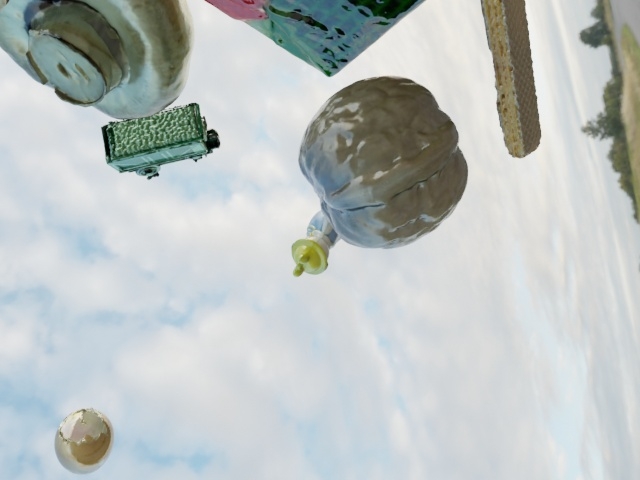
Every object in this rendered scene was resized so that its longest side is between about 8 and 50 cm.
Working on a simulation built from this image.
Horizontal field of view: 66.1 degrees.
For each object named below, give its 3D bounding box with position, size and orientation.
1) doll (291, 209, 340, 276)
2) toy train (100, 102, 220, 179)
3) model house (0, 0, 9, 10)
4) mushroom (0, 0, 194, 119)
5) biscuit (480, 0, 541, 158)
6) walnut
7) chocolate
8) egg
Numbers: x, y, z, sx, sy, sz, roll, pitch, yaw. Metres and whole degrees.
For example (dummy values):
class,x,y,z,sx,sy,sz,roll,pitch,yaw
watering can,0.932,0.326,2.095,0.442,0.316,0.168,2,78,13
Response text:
class,x,y,z,sx,sy,sz,roll,pitch,yaw
doll,-0.001,-0.001,1.154,0.099,0.135,0.241,53,-142,-14
toy train,-0.379,-0.232,1.171,0.154,0.269,0.115,74,-176,-73
model house,-0.257,-0.238,0.269,0.160,0.196,0.254,34,-107,5
mushroom,-0.386,-0.362,0.833,0.352,0.352,0.261,46,-139,-37
biscuit,0.415,-0.369,1.059,0.094,0.054,0.379,-26,-71,-34
walnut,0.092,-0.112,0.725,0.248,0.248,0.249,22,-118,-50
chocolate,-0.004,-0.443,0.690,0.341,0.360,0.162,22,-114,-29
egg,-0.339,0.293,0.711,0.080,0.080,0.097,-52,-25,-48
